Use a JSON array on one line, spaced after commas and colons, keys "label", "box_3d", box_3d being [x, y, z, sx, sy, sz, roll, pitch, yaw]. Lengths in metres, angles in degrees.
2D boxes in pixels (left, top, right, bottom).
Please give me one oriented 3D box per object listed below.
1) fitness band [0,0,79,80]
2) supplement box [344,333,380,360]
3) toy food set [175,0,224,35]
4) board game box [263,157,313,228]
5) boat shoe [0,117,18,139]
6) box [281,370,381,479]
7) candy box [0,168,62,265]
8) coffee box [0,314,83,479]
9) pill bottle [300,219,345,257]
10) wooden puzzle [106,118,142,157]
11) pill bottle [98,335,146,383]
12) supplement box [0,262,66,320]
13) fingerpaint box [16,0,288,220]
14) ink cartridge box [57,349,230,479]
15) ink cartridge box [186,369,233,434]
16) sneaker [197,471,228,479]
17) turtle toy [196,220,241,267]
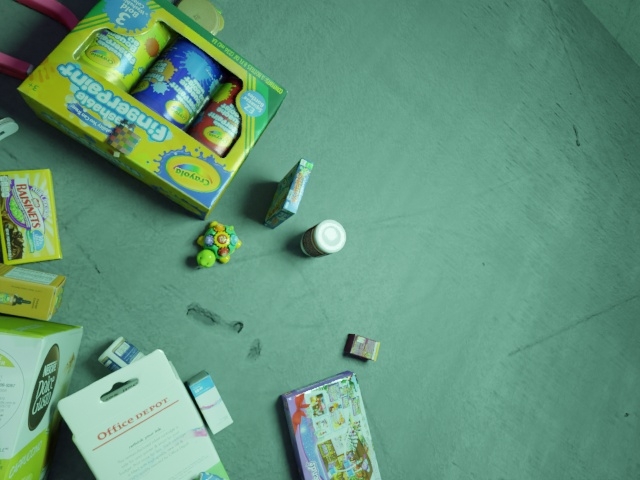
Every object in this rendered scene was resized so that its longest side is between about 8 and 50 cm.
[{"label": "fitness band", "box_3d": [-0.699, -0.485, 0.921, 0.290, 0.054, 0.209, 21, 74, -19]}, {"label": "supplement box", "box_3d": [0.116, 0.297, 1.123, 0.083, 0.043, 0.055, 23, 74, -18]}, {"label": "toy food set", "box_3d": [-0.333, -0.598, 1.101, 0.132, 0.038, 0.192, 13, 88, -14]}, {"label": "board game box", "box_3d": [-0.085, -0.112, 1.025, 0.035, 0.201, 0.136, 23, 73, -16]}, {"label": "boat shoe", "box_3d": [-0.721, -0.239, 0.885, 0.100, 0.035, 0.035, -39, 69, -19]}, {"label": "box", "box_3d": [0.029, 0.514, 1.044, 0.200, 0.057, 0.294, -11, 86, -24]}, {"label": "candy box", "box_3d": [-0.641, -0.053, 0.886, 0.105, 0.027, 0.206, -9, 85, -25]}, {"label": "coffee box", "box_3d": [-0.639, 0.290, 0.660, 0.337, 0.337, 0.335, 12, 77, -19]}, {"label": "pill bottle", "box_3d": [0.000, 0.000, 1.067, 0.085, 0.152, 0.086, 4, 80, -21]}, {"label": "wooden puzzle", "box_3d": [-0.411, -0.211, 0.846, 0.049, 0.006, 0.083, 34, 77, -14]}, {"label": "pill bottle", "box_3d": [-0.423, 0.276, 0.897, 0.120, 0.067, 0.067, 44, 68, -10]}, {"label": "supplement box", "box_3d": [-0.659, 0.093, 0.819, 0.233, 0.080, 0.078, 17, 99, -18]}, {"label": "fingerpaint box", "box_3d": [-0.365, -0.327, 0.965, 0.444, 0.163, 0.371, 34, 73, -14]}, {"label": "ink cartridge box", "box_3d": [-0.355, 0.402, 0.833, 0.207, 0.119, 0.354, -25, 106, -24]}, {"label": "ink cartridge box", "box_3d": [-0.257, 0.372, 0.935, 0.052, 0.088, 0.123, -28, 92, -24]}, {"label": "sneaker", "box_3d": [-0.267, 0.556, 0.791, 0.081, 0.080, 0.211, 47, 64, -18]}, {"label": "turtle toy", "box_3d": [-0.258, 0.013, 1.007, 0.095, 0.066, 0.130, 39, 69, -11]}]
